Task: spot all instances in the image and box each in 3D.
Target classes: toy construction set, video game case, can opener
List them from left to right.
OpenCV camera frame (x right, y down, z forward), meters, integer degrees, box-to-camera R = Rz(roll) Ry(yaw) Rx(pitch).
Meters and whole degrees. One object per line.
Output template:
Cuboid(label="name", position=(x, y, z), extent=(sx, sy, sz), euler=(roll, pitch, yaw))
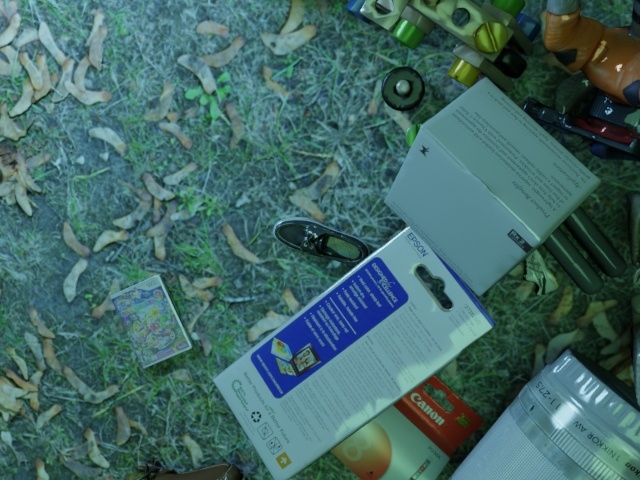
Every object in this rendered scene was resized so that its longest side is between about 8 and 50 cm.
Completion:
Cuboid(label="video game case", position=(-0.253, 0.122, 1.001), extent=(0.087, 0.011, 0.122), euler=(-24, 92, 11))
Cuboid(label="toy construction set", position=(0.176, -0.291, 0.773), extent=(0.309, 0.237, 0.257), euler=(-31, 91, 11))
Cuboid(label="can opener", position=(0.287, -0.049, 0.861), extent=(0.074, 0.093, 0.280), euler=(-39, 94, 11))

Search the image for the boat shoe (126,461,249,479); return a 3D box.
Cuboid(label="boat shoe", position=(-0.256, 0.389, 0.979), extent=(0.307, 0.111, 0.104), euler=(-28, 92, 11))

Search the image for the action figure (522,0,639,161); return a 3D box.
Cuboid(label="action figure", position=(0.382, -0.164, 0.715), extent=(0.341, 0.330, 0.178), euler=(33, 97, 32))

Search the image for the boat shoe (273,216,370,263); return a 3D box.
Cuboid(label="boat shoe", position=(0.000, 0.000, 0.932), extent=(0.142, 0.040, 0.049), euler=(15, 98, 7))

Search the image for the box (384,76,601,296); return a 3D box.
Cuboid(label="box", position=(0.194, -0.058, 0.796), extent=(0.119, 0.182, 0.181), euler=(-38, 77, -22))

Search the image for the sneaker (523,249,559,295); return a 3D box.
Cuboid(label="sneaker", position=(0.285, 0.037, 0.895), extent=(0.037, 0.032, 0.083), euler=(-33, 90, 11))

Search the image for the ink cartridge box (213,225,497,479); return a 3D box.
Cuboid(label="ink cartridge box", position=(0.041, 0.156, 0.911), extent=(0.371, 0.069, 0.175), euler=(-40, 73, 13))

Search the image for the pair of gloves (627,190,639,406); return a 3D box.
Cuboid(label="pair of gloves", position=(0.392, 0.063, 0.794), extent=(0.042, 0.204, 0.240), euler=(-1, 96, 23))

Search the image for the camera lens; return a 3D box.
Cuboid(label="camera lens", position=(0.304, 0.302, 0.825), extent=(0.219, 0.219, 0.274), euler=(36, 100, 4))

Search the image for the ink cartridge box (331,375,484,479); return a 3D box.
Cuboid(label="ink cartridge box", position=(0.120, 0.277, 0.942), extent=(0.145, 0.045, 0.179), euler=(43, 103, 2))
